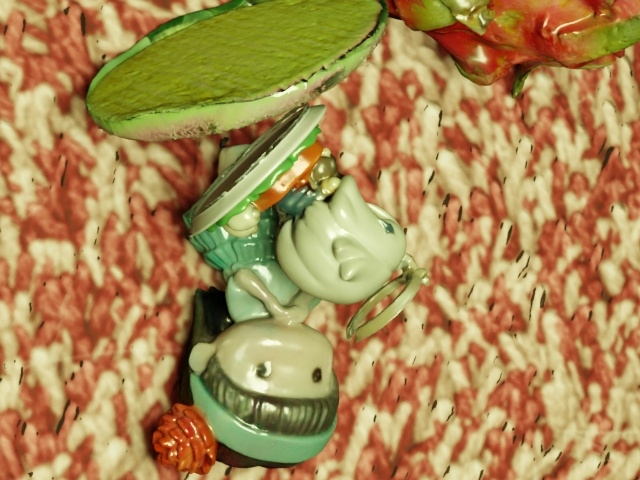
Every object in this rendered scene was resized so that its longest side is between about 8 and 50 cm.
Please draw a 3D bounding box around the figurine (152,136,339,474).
[{"bbox_3d":[-0.052,0.049,1.352,0.137,0.110,0.246,4,80,-16],"label":"figurine"}]

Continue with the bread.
[{"bbox_3d":[-0.057,-0.126,1.309,0.228,0.228,0.033,-27,117,-18],"label":"bread"}]

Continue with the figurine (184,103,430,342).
[{"bbox_3d":[0.000,0.000,1.271,0.154,0.132,0.132,46,74,-9],"label":"figurine"}]

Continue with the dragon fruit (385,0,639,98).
[{"bbox_3d":[0.162,-0.240,1.377,0.302,0.237,0.231,1,75,1],"label":"dragon fruit"}]
